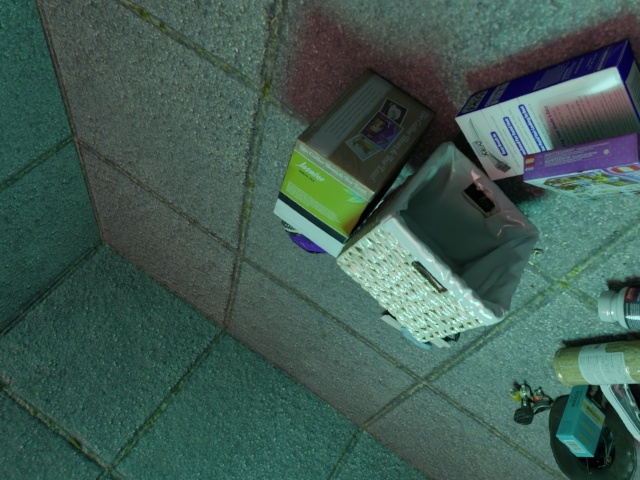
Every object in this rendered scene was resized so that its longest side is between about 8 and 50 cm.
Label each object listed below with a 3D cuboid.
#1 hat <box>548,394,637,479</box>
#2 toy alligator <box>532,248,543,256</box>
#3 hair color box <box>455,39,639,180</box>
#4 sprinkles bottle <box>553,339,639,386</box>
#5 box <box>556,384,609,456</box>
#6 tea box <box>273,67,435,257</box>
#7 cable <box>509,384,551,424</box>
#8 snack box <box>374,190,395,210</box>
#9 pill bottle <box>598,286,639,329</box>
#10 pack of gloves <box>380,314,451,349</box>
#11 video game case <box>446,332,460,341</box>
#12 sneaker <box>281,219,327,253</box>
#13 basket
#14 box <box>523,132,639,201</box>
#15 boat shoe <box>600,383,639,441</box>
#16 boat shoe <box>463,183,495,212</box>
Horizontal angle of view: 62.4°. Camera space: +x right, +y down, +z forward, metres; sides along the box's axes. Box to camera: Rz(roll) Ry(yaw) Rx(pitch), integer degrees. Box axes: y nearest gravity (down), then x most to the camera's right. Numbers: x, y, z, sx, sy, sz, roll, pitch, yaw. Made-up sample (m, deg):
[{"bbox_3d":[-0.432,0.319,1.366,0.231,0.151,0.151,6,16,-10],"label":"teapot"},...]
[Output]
[{"bbox_3d":[0.919,0.654,1.741,0.134,0.331,0.331,1,158,-24],"label":"hat"},{"bbox_3d":[0.532,0.064,1.484,0.056,0.051,0.190,48,147,-15],"label":"toy alligator"},{"bbox_3d":[0.476,-0.252,1.092,0.339,0.110,0.185,-9,127,48],"label":"hair color box"},{"bbox_3d":[0.830,0.338,1.464,0.121,0.121,0.355,45,148,-10],"label":"sprinkles bottle"},{"bbox_3d":[0.804,0.521,1.603,0.100,0.244,0.060,44,147,-8],"label":"box"},{"bbox_3d":[0.080,-0.192,1.356,0.220,0.329,0.323,36,147,5],"label":"tea box"},{"bbox_3d":[0.777,0.611,1.954,0.139,0.072,0.287,0,147,22],"label":"cable"},{"bbox_3d":[0.215,-0.105,1.618,0.064,0.022,0.178,45,148,-8],"label":"snack box"},{"bbox_3d":[0.792,0.167,1.300,0.180,0.108,0.108,-2,130,46],"label":"pill bottle"},{"bbox_3d":[0.348,0.360,2.011,0.232,0.046,0.195,36,156,-6],"label":"pack of gloves"},{"bbox_3d":[0.378,0.227,1.863,0.248,0.035,0.275,21,145,26],"label":"video game case"},{"bbox_3d":[0.000,-0.001,1.908,0.293,0.102,0.146,24,150,30],"label":"sneaker"},{"bbox_3d":[0.273,0.016,1.244,0.328,0.331,0.266,44,141,-3],"label":"basket"},{"bbox_3d":[0.562,-0.133,1.031,0.293,0.057,0.201,6,172,-41],"label":"box"},{"bbox_3d":[0.958,0.499,1.564,0.301,0.108,0.102,51,148,-7],"label":"boat shoe"},{"bbox_3d":[0.413,-0.104,1.350,0.285,0.103,0.092,43,153,3],"label":"boat shoe"}]
